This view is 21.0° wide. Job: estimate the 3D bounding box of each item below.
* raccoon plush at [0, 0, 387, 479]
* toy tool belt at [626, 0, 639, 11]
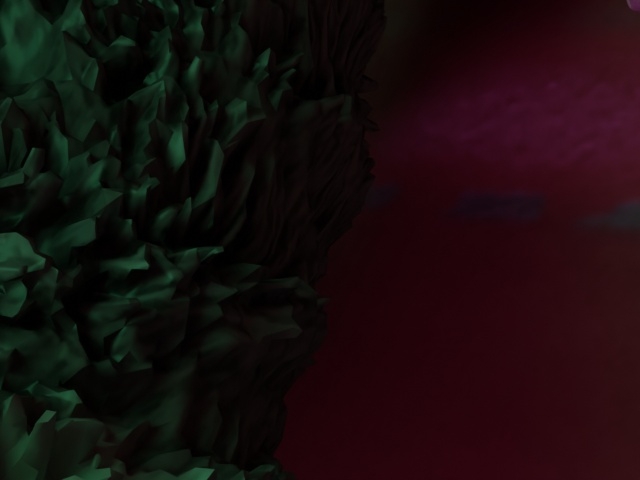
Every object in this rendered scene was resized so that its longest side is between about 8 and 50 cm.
[{"bbox_3d":[0.000,0.000,0.414,0.446,0.216,0.299,-34,68,-18],"label":"raccoon plush"},{"bbox_3d":[0.128,-0.096,0.506,0.051,0.052,0.083,31,90,19],"label":"toy tool belt"}]
